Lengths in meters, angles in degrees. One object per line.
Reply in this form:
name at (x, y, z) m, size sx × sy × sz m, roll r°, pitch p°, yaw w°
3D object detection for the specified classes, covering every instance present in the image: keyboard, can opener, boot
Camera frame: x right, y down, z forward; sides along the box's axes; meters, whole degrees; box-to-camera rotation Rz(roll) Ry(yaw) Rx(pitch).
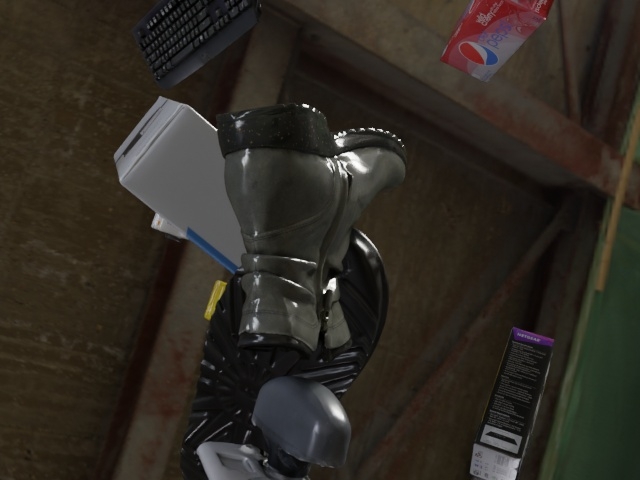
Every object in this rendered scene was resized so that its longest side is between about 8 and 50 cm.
keyboard at (-0.205, -0.357, 1.143) m, size 0.033 × 0.317 × 0.201 m, roll -23°, pitch -86°, yaw -38°
can opener at (-0.008, 0.133, 0.416) m, size 0.076 × 0.283 × 0.095 m, roll 17°, pitch -94°, yaw -16°
boot at (-0.009, 0.080, 0.768) m, size 0.348 × 0.131 × 0.260 m, roll -61°, pitch -8°, yaw 34°
boot at (0.000, 0.000, 0.559) m, size 0.246 × 0.083 × 0.161 m, roll -2°, pitch -92°, yaw -65°

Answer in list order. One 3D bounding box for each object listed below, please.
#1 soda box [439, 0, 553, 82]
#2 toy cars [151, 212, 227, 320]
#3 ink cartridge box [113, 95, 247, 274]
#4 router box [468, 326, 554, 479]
soda box at (0.262, -0.327, 1.152) m, size 0.092 × 0.263 × 0.083 m, roll 25°, pitch -99°, yaw -1°
toy cars at (-0.166, 0.057, 1.491) m, size 0.176 × 0.087 × 0.393 m, roll -34°, pitch -68°, yaw -19°
ink cartridge box at (-0.162, -0.080, 1.093) m, size 0.223 × 0.307 × 0.129 m, roll 40°, pitch -91°, yaw -20°
router box at (0.185, 0.192, 0.773) m, size 0.179 × 0.046 × 0.133 m, roll 83°, pitch -151°, yaw -48°
